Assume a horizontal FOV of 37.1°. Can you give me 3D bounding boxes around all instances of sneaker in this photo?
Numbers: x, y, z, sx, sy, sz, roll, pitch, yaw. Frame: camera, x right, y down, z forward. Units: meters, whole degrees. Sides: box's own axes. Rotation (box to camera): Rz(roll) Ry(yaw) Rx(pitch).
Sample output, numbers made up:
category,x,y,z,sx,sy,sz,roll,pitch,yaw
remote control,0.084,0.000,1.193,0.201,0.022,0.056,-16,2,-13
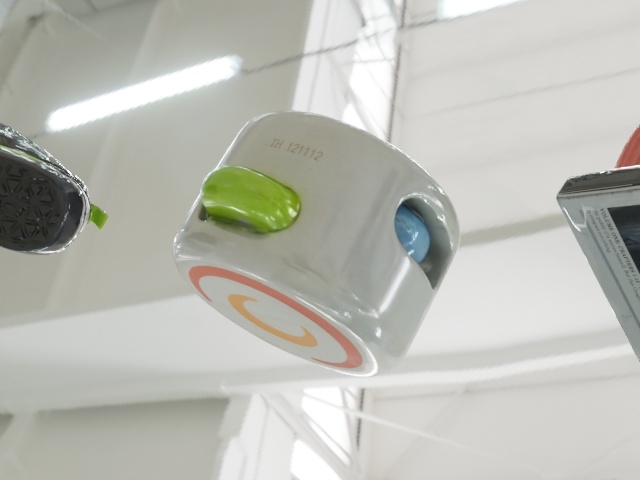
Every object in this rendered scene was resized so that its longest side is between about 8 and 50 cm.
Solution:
category,x,y,z,sx,sy,sz,roll,pitch,yaw
sneaker,-0.263,-0.055,0.662,0.084,0.235,0.097,-60,-175,10

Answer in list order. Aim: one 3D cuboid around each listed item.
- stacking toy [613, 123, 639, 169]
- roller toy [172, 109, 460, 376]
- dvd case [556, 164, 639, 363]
category,x,y,z,sx,sy,sz,roll,pitch,yaw
stacking toy,0.394,-0.054,0.812,0.309,0.130,0.279,-45,-161,49
roller toy,0.000,0.000,0.723,0.146,0.191,0.209,-61,-174,-20
dvd case,0.258,0.029,0.475,0.239,0.179,0.029,-6,-145,48
